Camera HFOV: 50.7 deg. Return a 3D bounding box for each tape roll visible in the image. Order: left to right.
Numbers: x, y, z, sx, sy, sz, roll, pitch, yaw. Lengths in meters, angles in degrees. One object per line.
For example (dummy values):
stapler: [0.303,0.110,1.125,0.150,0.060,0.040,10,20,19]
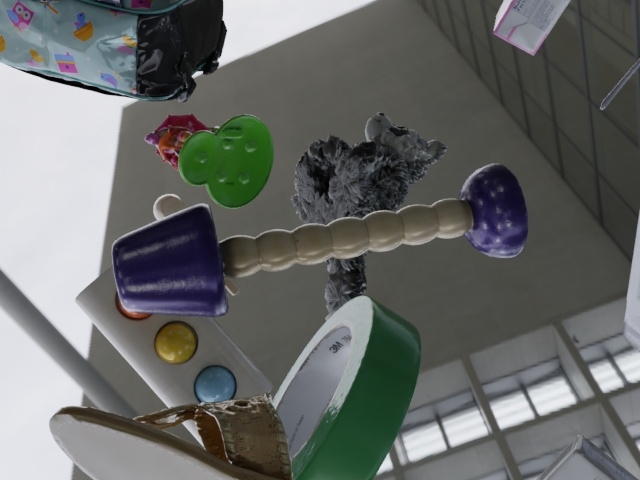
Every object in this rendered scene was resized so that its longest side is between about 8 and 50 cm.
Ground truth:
tape roll: [0.008,0.227,0.895,0.321,0.077,0.321,-56,-171,13]

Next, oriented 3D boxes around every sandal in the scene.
sandal: [-0.036,0.134,0.410,0.240,0.088,0.079,19,-139,10]

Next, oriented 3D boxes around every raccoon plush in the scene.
raccoon plush: [0.112,-0.044,1.417,0.299,0.447,0.216,-4,-168,-41]

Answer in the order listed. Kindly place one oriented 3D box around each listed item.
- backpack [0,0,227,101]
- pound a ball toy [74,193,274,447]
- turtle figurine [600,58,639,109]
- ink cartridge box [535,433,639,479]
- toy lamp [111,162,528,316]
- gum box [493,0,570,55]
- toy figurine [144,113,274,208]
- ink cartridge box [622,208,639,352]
backpack: [-0.189,-0.205,0.572,0.188,0.144,0.166,7,-145,8]
pound a ball toy: [-0.189,0.102,0.958,0.208,0.319,0.136,-41,180,-16]
turtle figurine: [0.450,-0.193,0.677,0.266,0.275,0.198,-32,-131,-14]
ink cartridge box: [0.378,0.469,0.950,0.261,0.296,0.066,40,-156,17]
toy lamp: [0.000,0.000,0.467,0.274,0.080,0.080,-10,-143,-12]
gum box: [0.291,-0.334,0.855,0.062,0.188,0.107,28,-147,-1]
toy figurine: [-0.180,-0.126,0.940,0.159,0.130,0.173,20,-165,34]
ink cartridge box: [0.574,0.084,0.939,0.130,0.272,0.309,-4,-158,-8]
